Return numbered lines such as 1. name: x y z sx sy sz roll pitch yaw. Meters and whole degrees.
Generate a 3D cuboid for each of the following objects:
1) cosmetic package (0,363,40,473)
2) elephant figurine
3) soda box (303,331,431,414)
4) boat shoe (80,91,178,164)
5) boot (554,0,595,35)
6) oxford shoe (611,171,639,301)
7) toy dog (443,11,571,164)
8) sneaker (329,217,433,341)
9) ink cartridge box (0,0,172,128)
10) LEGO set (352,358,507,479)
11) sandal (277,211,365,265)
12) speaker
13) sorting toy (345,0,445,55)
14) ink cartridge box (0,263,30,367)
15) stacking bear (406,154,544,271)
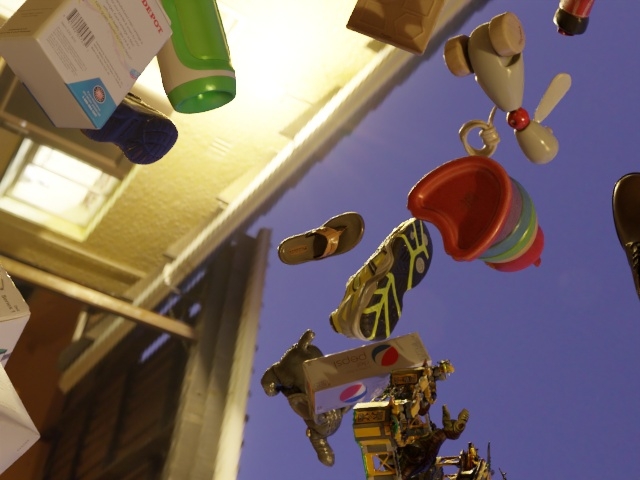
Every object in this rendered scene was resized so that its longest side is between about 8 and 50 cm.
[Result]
1. cosmetic package: -0.485 0.108 0.892 0.155 0.197 0.365 -43 -124 -4
2. elephant figurine: -0.003 0.353 1.790 0.169 0.186 0.239 -38 -111 -3
3. soda box: 0.081 0.232 1.422 0.073 0.216 0.069 89 -16 -46
4. boat shoe: -0.396 -0.250 1.629 0.122 0.120 0.324 -43 162 4
5. boot: 0.491 -0.494 1.550 0.244 0.089 0.176 -71 175 -50
6. oxford shoe: 0.389 0.015 0.930 0.083 0.096 0.227 -24 -118 25
7. toy dog: 0.392 -0.328 1.660 0.220 0.333 0.161 10 -133 33
8. sneaker: 0.144 0.078 1.936 0.147 0.145 0.384 -4 -145 41
9. ink cartridge box: -0.179 -0.159 0.628 0.052 0.088 0.122 6 -128 30
10. LEGO set: 0.190 0.307 1.209 0.192 0.331 0.254 -9 -96 19
11. sandal: 0.000 0.000 1.894 0.060 0.219 0.089 -5 78 -82
12. speaker: -0.230 -0.370 1.365 0.131 0.131 0.296 -25 -101 55
13. sorting toy: 0.180 -0.538 1.904 0.038 0.193 0.208 98 15 -69
14. ink cartridge box: -0.543 0.133 1.217 0.160 0.093 0.219 48 -58 23
15. stacking bear: 0.308 -0.025 1.436 0.164 0.289 0.175 -46 -126 11
